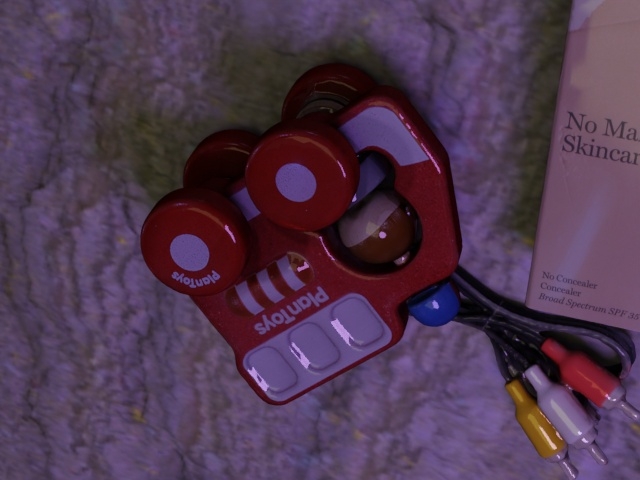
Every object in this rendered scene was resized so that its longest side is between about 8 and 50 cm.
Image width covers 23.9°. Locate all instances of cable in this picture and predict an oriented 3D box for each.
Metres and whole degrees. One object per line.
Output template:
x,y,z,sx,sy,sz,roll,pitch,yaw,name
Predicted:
0.178,0.090,1.423,0.287,0.072,0.139,40,118,2,cable

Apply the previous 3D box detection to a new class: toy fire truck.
0.000,0.000,1.407,0.302,0.169,0.254,-30,107,26,toy fire truck

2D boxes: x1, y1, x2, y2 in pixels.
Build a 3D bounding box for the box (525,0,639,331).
0.274,-0.089,1.299,0.148,0.121,0.311,10,112,16,box
